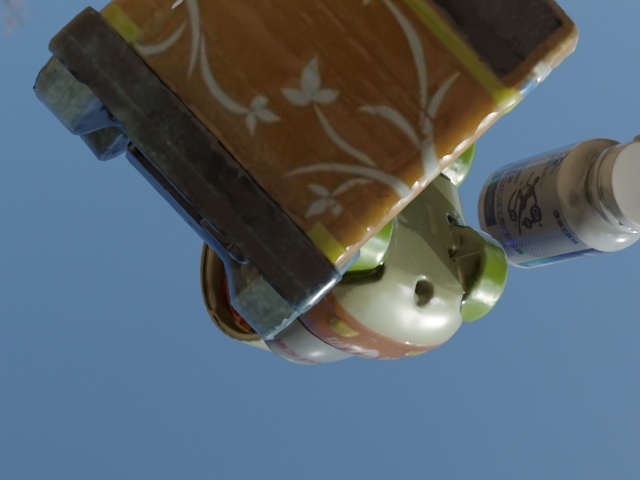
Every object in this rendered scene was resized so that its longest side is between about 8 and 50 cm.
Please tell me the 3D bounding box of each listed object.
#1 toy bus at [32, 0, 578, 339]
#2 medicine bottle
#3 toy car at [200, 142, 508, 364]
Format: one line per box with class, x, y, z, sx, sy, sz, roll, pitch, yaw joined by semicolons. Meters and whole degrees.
toy bus;-0.010;-0.071;0.749;0.194;0.323;0.162;-44;-89;-3
medicine bottle;0.240;-0.037;1.413;0.107;0.191;0.107;5;-101;-28
toy car;0.000;0.000;1.079;0.145;0.235;0.235;21;-150;-37
